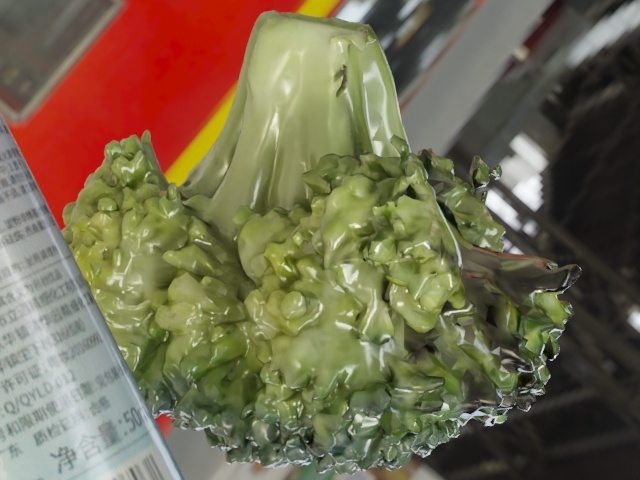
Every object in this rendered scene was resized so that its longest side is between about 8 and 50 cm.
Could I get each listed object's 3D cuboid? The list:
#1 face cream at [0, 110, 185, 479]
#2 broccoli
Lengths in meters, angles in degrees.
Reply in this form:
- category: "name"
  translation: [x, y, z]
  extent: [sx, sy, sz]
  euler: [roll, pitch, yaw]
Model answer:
- category: "face cream"
  translation: [-0.112, 0.007, 0.520]
  extent: [0.075, 0.229, 0.075]
  euler: [-25, -178, 1]
- category: "broccoli"
  translation: [-0.005, -0.003, 1.144]
  extent: [0.293, 0.348, 0.280]
  euler: [-13, 114, -59]
